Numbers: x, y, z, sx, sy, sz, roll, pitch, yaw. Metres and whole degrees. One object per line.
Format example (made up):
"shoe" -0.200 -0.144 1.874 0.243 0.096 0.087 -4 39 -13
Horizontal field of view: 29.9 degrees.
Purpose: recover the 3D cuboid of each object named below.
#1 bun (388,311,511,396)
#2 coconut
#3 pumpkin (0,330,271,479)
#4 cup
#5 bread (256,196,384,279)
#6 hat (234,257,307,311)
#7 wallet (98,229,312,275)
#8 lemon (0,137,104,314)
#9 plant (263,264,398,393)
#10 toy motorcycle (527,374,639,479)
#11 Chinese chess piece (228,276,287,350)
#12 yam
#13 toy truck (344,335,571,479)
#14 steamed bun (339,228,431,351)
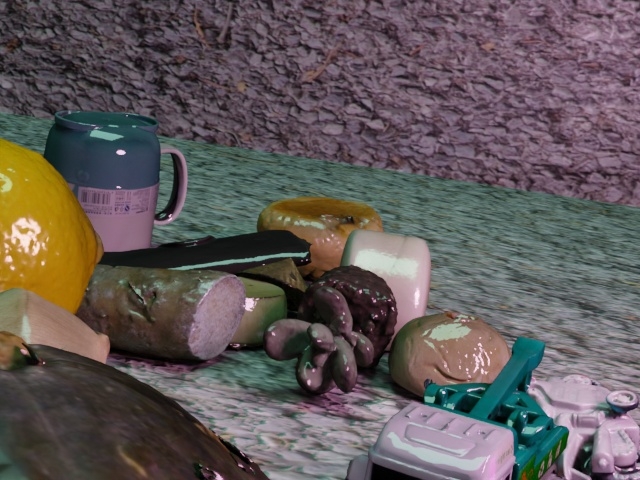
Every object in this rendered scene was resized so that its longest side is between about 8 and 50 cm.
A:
"bun" 0.185 0.157 1.681 0.173 0.113 0.166 5 13 -14
"coconut" -0.315 0.154 1.239 0.224 0.224 0.224 7 12 -1
"pumpkin" -0.215 0.217 0.658 0.454 0.344 0.454 12 9 -2
"cup" -0.382 -0.102 2.233 0.290 0.257 0.219 -2 21 -36
"bread" 0.000 0.000 2.256 0.244 0.134 0.244 6 16 -2
"hat" -0.061 0.057 1.946 0.146 0.067 0.146 20 -18 7
"wallet" -0.208 0.033 2.032 0.378 0.051 0.197 -8 16 -13
"lemon" -0.459 0.016 1.512 0.336 0.336 0.336 7 12 -1
"plant" 0.024 0.126 1.660 0.146 0.149 0.274 10 15 14
"toy motorcycle" 0.295 0.235 1.454 0.171 0.110 0.260 -10 21 -1
"Chinese chess piece" -0.143 0.105 1.825 0.188 0.083 0.188 5 10 -1
"yam" -0.279 0.092 1.686 0.330 0.133 0.133 6 12 10
"toy truck" 0.152 0.227 1.217 0.177 0.178 0.363 13 16 23
"steamed bun" 0.100 0.070 1.916 0.146 0.164 0.241 8 11 1
